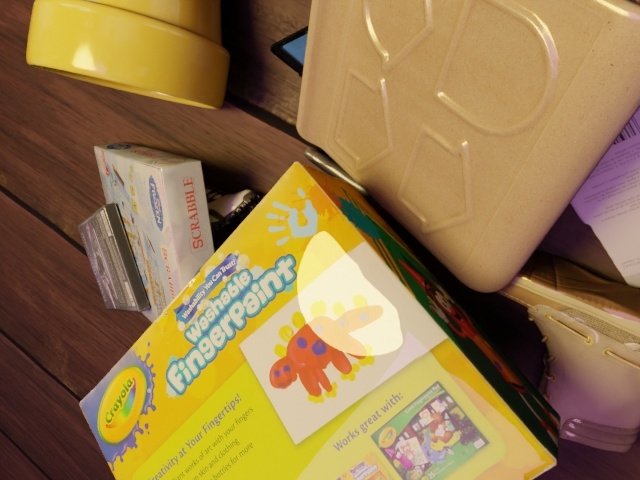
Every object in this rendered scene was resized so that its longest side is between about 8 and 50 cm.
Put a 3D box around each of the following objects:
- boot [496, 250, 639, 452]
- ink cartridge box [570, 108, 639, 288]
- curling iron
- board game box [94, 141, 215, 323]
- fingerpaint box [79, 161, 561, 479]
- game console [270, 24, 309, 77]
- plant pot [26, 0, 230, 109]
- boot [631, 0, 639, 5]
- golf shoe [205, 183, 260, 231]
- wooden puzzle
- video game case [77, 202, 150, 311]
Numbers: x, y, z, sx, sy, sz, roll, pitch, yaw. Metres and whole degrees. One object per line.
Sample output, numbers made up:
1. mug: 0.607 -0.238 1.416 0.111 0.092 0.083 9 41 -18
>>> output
1. boot: 0.286 0.131 0.613 0.262 0.095 0.203 22 121 21
2. ink cartridge box: 0.393 -0.087 0.482 0.275 0.060 0.239 -28 118 36
3. curling iron: 0.090 -0.061 0.682 0.274 0.035 0.068 35 160 19
4. board game box: -0.278 0.005 0.848 0.318 0.066 0.318 21 122 48
5. fingerpaint box: -0.030 0.200 0.589 0.445 0.163 0.371 -47 68 17
6. game console: 0.013 -0.224 0.646 0.122 0.071 0.107 -12 102 34
7. plant pot: -0.240 -0.323 0.670 0.254 0.254 0.238 16 100 25
8. boot: 0.328 -0.268 0.377 0.207 0.090 0.248 -36 55 32
9. golf shoe: -0.190 -0.060 0.831 0.198 0.077 0.093 -20 97 34
10. wooden puzzle: 0.125 -0.154 0.529 0.348 0.081 0.322 44 146 25
11. video game case: -0.412 0.043 0.969 0.274 0.026 0.195 -10 98 56
